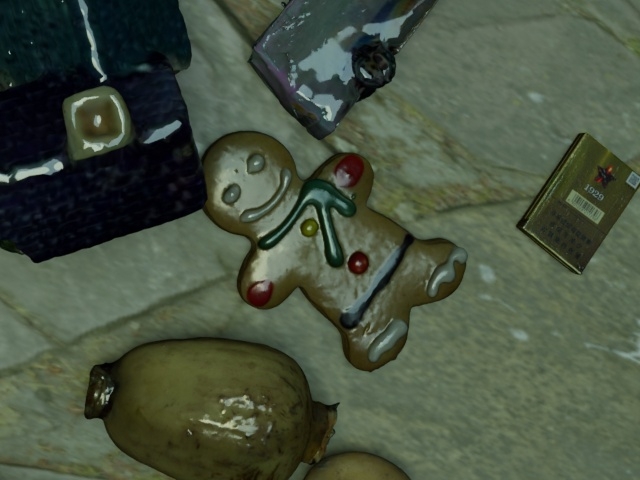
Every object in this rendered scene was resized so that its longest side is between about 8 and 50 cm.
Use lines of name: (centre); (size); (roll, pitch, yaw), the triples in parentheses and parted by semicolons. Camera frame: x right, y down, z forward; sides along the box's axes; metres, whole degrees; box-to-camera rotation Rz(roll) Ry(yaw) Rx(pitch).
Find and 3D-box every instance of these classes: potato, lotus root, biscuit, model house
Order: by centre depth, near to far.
model house: (-0.225, -0.144, 1.006); (0.243, 0.284, 0.298); (-18, 97, -12)
lotus root: (-0.103, 0.174, 1.125); (0.257, 0.140, 0.154); (9, 83, -7)
potato: (0.046, 0.283, 1.183); (0.147, 0.112, 0.112); (24, 86, -7)
biscuit: (0.000, 0.000, 1.192); (0.301, 0.049, 0.197); (40, 81, -11)

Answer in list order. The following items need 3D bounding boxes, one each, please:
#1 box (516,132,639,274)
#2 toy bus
box: (0.289, -0.041, 1.271); (0.090, 0.023, 0.133); (36, 84, -14)
toy bus: (0.058, -0.259, 1.166); (0.138, 0.112, 0.317); (39, 82, -8)
